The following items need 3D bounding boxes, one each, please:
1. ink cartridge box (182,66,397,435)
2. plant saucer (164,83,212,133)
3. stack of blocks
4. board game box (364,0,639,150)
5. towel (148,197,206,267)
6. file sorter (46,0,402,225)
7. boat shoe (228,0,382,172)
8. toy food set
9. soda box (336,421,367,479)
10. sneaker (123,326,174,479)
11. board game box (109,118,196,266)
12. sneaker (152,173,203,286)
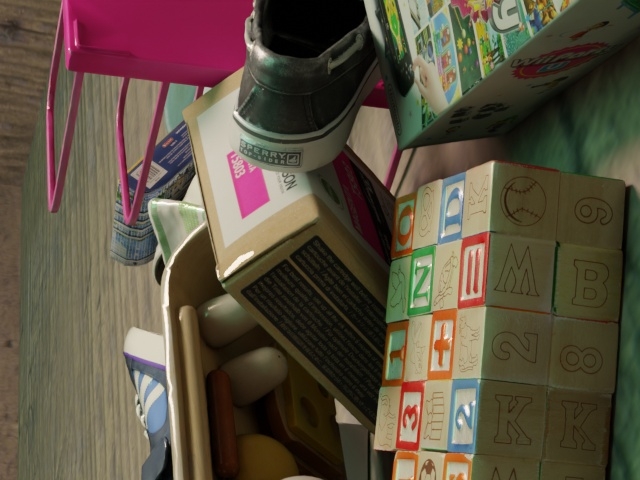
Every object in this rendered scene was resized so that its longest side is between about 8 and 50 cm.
[{"bbox_3d":[0.000,0.000,1.208,0.088,0.193,0.235,-34,35,12],"label":"ink cartridge box"},{"bbox_3d":[-0.153,-0.252,2.108,0.317,0.043,0.318,-171,90,-74],"label":"plant saucer"},{"bbox_3d":[0.102,0.113,1.007,0.171,0.087,0.297,159,117,-71],"label":"stack of blocks"},{"bbox_3d":[0.114,-0.208,1.011,0.303,0.097,0.224,141,117,-67],"label":"board game box"},{"bbox_3d":[-0.109,0.017,1.663,0.152,0.023,0.113,13,130,41],"label":"towel"},{"bbox_3d":[-0.083,-0.120,1.387,0.202,0.290,0.182,-103,24,-51],"label":"file sorter"},{"bbox_3d":[0.000,-0.166,1.187,0.301,0.108,0.102,-66,-14,-55],"label":"boat shoe"},{"bbox_3d":[-0.008,0.151,1.176,0.092,0.220,0.306,-28,45,21],"label":"toy food set"},{"bbox_3d":[-0.004,0.258,1.327,0.074,0.069,0.216,131,142,-61],"label":"soda box"},{"bbox_3d":[-0.148,0.222,1.715,0.323,0.130,0.236,-174,95,-68],"label":"sneaker"},{"bbox_3d":[-0.153,-0.052,1.854,0.194,0.060,0.194,-47,-16,-32],"label":"board game box"},{"bbox_3d":[-0.095,-0.036,1.748,0.290,0.106,0.123,-49,22,53],"label":"sneaker"}]
